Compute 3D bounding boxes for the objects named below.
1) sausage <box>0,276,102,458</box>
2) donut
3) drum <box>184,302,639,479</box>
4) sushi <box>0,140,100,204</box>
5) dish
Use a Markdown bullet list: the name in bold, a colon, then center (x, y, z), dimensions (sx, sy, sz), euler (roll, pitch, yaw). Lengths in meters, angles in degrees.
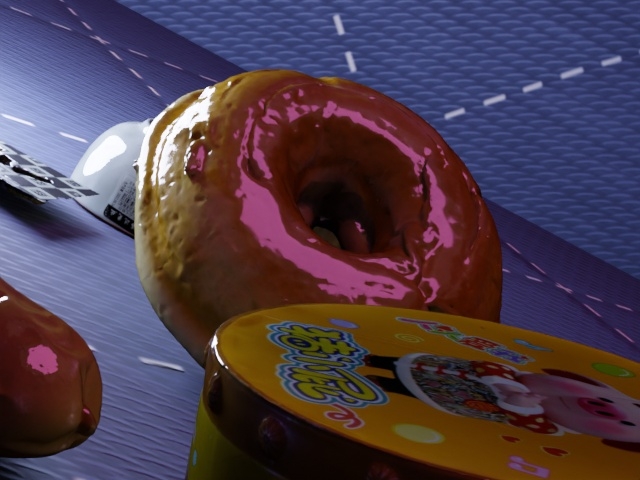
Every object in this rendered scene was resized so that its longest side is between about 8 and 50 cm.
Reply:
- **sausage**: center (-0.268, 0.086, 1.180), dimensions (0.241, 0.120, 0.136), euler (35, 27, 27)
- **donut**: center (0.000, 0.000, 1.603), dimensions (0.448, 0.198, 0.449), euler (16, 46, -17)
- **drum**: center (0.103, 0.199, 1.068), dimensions (0.431, 0.214, 0.431), euler (10, 12, -2)
- **sushi**: center (-0.371, -0.077, 1.791), dimensions (0.201, 0.031, 0.139), euler (28, 14, 19)
- **dish**: center (-0.188, -0.076, 1.946), dimensions (0.256, 0.117, 0.256), euler (25, 13, -6)
